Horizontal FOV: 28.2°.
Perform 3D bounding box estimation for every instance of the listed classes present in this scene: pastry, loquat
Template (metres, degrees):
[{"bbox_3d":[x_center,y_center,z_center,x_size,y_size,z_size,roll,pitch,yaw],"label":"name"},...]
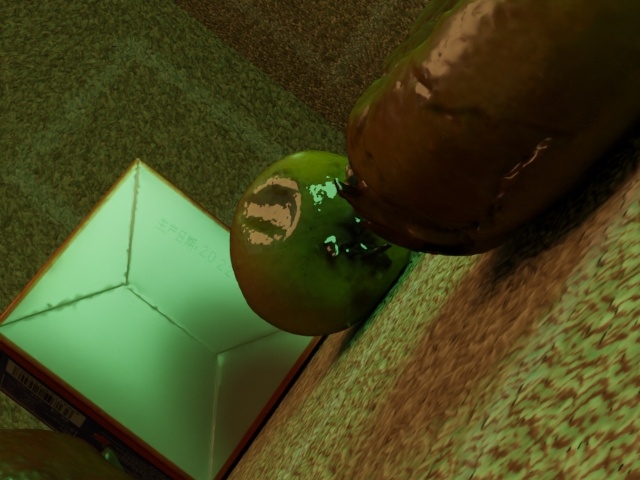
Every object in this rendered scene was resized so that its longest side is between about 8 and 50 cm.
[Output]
[{"bbox_3d":[0.154,-0.141,0.891,0.356,0.164,0.356,-49,1,2],"label":"pastry"},{"bbox_3d":[-0.005,0.002,1.428,0.213,0.213,0.213,-52,2,3],"label":"loquat"}]

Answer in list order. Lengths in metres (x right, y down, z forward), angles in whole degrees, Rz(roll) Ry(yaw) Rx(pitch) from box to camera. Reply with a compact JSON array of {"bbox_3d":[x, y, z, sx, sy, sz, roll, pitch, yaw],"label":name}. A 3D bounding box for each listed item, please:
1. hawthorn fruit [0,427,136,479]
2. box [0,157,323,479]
[{"bbox_3d":[-0.263,0.303,1.077,0.311,0.295,0.295,9,-54,-52],"label":"hawthorn fruit"},{"bbox_3d":[-0.225,0.143,1.725,0.318,0.349,0.257,-55,3,-27],"label":"box"}]
